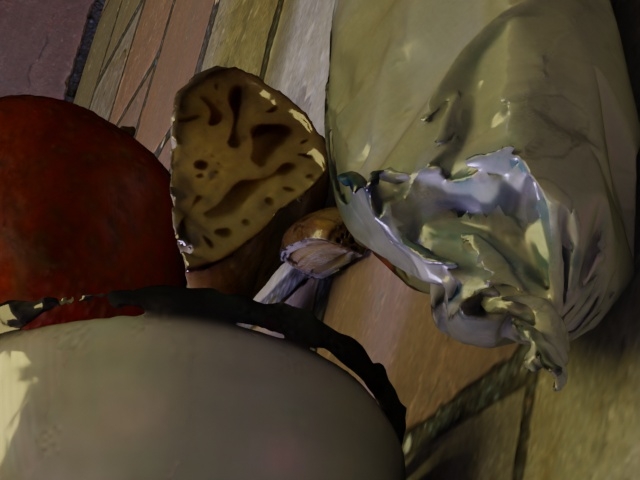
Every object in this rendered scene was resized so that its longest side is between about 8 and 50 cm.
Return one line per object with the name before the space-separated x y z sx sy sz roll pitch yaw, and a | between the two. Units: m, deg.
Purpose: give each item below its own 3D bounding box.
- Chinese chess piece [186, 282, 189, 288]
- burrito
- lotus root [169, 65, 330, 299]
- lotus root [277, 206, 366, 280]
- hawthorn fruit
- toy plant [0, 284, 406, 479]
Chinese chess piece | -0.072 0.027 1.225 0.084 0.034 0.084 -161 90 -76
burrito | 0.063 -0.091 0.714 0.139 0.101 0.445 -41 29 33
lotus root | -0.042 -0.021 1.044 0.135 0.095 0.159 87 -177 -63
lotus root | 0.001 -0.002 0.973 0.030 0.037 0.083 -71 13 -18
hawthorn fruit | -0.231 0.013 1.407 0.300 0.275 0.275 -61 7 -29
toy plant | -0.074 0.207 0.648 0.247 0.247 0.332 125 153 -47
